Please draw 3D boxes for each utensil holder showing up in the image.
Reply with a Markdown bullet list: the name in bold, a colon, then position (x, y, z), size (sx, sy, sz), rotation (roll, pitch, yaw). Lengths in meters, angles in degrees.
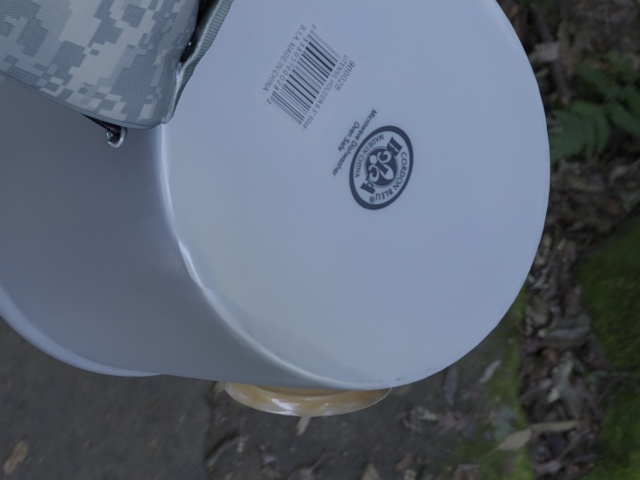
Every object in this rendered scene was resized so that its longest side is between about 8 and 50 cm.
- **utensil holder**: position (-0.064, -0.048, 0.921), size (0.328, 0.385, 0.327), rotation (1, 88, -33)

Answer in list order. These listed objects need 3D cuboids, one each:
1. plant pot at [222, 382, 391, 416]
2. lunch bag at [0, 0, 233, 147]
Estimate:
- **plant pot**: position (-0.018, 0.187, 1.683), size (0.236, 0.236, 0.032), rotation (10, 59, -16)
- **lunch bag**: position (-0.113, -0.223, 0.550), size (0.256, 0.305, 0.212), rotation (32, 18, -11)
